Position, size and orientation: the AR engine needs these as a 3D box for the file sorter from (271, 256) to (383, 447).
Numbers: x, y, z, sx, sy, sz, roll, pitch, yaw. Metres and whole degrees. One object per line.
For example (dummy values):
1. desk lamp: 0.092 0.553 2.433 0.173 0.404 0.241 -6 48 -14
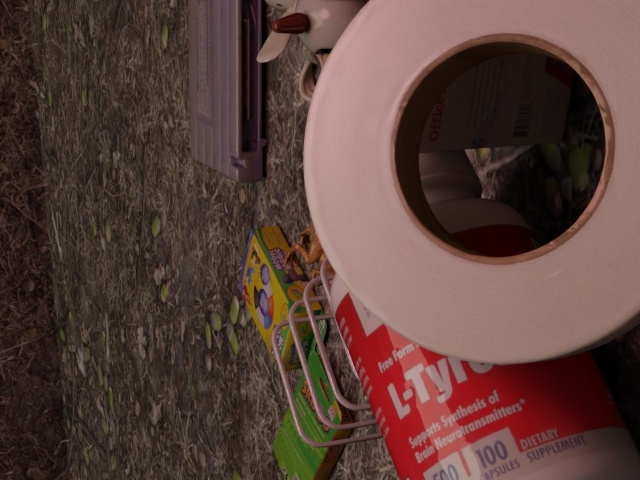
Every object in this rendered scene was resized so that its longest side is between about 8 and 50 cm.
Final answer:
1. file sorter: 0.075 0.114 1.741 0.278 0.173 0.193 124 134 -55

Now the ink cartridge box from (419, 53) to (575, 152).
1. ink cartridge box: 0.156 -0.176 1.488 0.127 0.176 0.128 -132 43 -53

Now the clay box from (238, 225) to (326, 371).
1. clay box: -0.059 0.097 2.183 0.222 0.053 0.127 -118 32 -43

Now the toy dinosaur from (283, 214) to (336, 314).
1. toy dinosaur: 0.000 0.000 2.043 0.112 0.064 0.212 -6 99 48

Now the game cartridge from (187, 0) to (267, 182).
1. game cartridge: -0.151 -0.287 2.304 0.230 0.068 0.355 -146 54 -65

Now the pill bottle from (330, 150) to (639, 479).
1. pill bottle: 0.147 0.107 1.472 0.408 0.229 0.229 67 151 23

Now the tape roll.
1. tape roll: 0.173 -0.079 1.307 0.392 0.072 0.392 -2 86 24

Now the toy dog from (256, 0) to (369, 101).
1. toy dog: -0.030 -0.301 1.896 0.333 0.161 0.220 176 89 -66

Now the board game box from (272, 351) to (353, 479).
1. board game box: -0.012 0.285 2.142 0.259 0.039 0.124 108 146 -47
